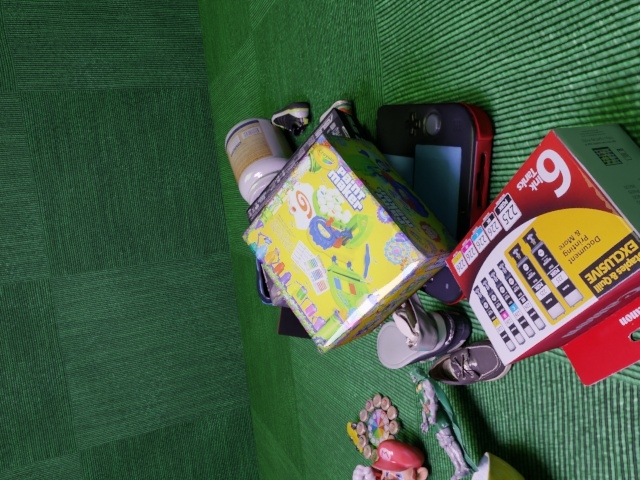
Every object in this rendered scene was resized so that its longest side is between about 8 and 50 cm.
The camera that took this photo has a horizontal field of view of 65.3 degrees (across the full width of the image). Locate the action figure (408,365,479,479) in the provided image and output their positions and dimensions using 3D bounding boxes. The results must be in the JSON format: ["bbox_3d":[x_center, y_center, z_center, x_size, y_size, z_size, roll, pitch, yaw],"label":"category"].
[{"bbox_3d":[0.243,0.369,1.032,0.137,0.064,0.232,94,157,-58],"label":"action figure"}]

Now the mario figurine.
[{"bbox_3d":[0.193,0.657,1.243,0.170,0.198,0.320,-103,1,-85],"label":"mario figurine"}]

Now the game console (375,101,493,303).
[{"bbox_3d":[0.208,-0.088,1.045,0.342,0.060,0.385,24,117,58],"label":"game console"}]

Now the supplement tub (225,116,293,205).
[{"bbox_3d":[-0.200,-0.264,1.795,0.228,0.229,0.316,109,145,-49],"label":"supplement tub"}]

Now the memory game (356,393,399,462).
[{"bbox_3d":[0.159,0.528,1.406,0.186,0.012,0.186,-41,39,45],"label":"memory game"}]

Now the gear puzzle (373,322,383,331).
[{"bbox_3d":[0.163,0.066,1.295,0.175,0.044,0.338,-118,32,-43],"label":"gear puzzle"}]

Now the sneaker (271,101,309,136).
[{"bbox_3d":[-0.103,-0.398,1.700,0.235,0.084,0.097,178,83,-68],"label":"sneaker"}]

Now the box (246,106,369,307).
[{"bbox_3d":[-0.012,-0.073,1.209,0.395,0.097,0.318,-45,48,30],"label":"box"}]

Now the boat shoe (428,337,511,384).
[{"bbox_3d":[0.291,0.253,0.998,0.223,0.074,0.080,127,128,-62],"label":"boat shoe"}]

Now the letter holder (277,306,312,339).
[{"bbox_3d":[-0.043,0.151,1.675,0.214,0.152,0.301,-84,4,-50],"label":"letter holder"}]

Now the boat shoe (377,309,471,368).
[{"bbox_3d":[0.223,0.227,1.130,0.302,0.091,0.114,142,127,-65],"label":"boat shoe"}]

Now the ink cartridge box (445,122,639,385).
[{"bbox_3d":[0.352,0.044,0.700,0.309,0.130,0.271,112,142,-51],"label":"ink cartridge box"}]

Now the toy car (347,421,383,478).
[{"bbox_3d":[0.165,0.630,1.478,0.225,0.053,0.238,114,141,-52],"label":"toy car"}]

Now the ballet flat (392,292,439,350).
[{"bbox_3d":[0.173,0.133,1.029,0.072,0.068,0.213,112,148,-40],"label":"ballet flat"}]

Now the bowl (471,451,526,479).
[{"bbox_3d":[0.327,0.542,0.873,0.156,0.289,0.289,18,125,17],"label":"bowl"}]

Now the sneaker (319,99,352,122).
[{"bbox_3d":[0.043,-0.329,1.404,0.161,0.057,0.075,148,117,-63],"label":"sneaker"}]

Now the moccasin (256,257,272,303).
[{"bbox_3d":[-0.148,0.038,1.655,0.117,0.138,0.341,129,138,-81],"label":"moccasin"}]

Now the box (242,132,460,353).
[{"bbox_3d":[0.052,0.003,0.950,0.279,0.177,0.289,-48,67,29],"label":"box"}]
